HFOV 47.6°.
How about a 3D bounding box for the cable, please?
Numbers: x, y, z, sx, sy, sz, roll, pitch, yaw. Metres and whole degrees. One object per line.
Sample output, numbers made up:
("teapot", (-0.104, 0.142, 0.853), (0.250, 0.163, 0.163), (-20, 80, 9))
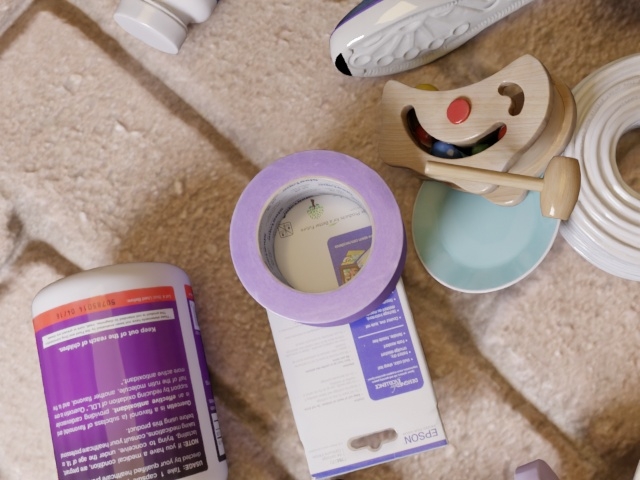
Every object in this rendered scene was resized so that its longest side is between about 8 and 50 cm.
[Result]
("cable", (0.381, -0.085, 0.819), (0.257, 0.089, 0.257), (-17, 79, 6))

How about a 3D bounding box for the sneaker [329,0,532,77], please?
("sneaker", (0.126, -0.365, 0.895), (0.322, 0.130, 0.236), (-26, 70, 7))

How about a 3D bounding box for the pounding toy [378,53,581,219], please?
("pounding toy", (0.166, -0.130, 0.776), (0.269, 0.154, 0.154), (24, 96, 41))

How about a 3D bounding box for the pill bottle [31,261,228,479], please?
("pill bottle", (-0.209, 0.196, 0.816), (0.181, 0.181, 0.323), (-14, 79, 6))

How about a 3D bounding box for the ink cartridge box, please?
("ink cartridge box", (0.026, 0.095, 0.858), (0.165, 0.065, 0.333), (-16, 77, 6))

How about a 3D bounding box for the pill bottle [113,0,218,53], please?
("pill bottle", (-0.175, -0.360, 0.931), (0.124, 0.124, 0.222), (25, 84, 12))

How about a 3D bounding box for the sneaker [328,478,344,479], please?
("sneaker", (-0.053, 0.381, 0.794), (0.267, 0.101, 0.106), (-40, 61, 1))

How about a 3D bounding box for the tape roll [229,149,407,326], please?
("tape roll", (0.000, 0.000, 0.806), (0.189, 0.080, 0.189), (-1, 81, 8))

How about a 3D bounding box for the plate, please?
("plate", (0.192, -0.030, 0.843), (0.188, 0.024, 0.188), (-13, 69, 36))

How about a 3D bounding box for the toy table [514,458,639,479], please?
("toy table", (0.322, 0.327, 0.697), (0.160, 0.252, 0.274), (-28, 89, 19))
